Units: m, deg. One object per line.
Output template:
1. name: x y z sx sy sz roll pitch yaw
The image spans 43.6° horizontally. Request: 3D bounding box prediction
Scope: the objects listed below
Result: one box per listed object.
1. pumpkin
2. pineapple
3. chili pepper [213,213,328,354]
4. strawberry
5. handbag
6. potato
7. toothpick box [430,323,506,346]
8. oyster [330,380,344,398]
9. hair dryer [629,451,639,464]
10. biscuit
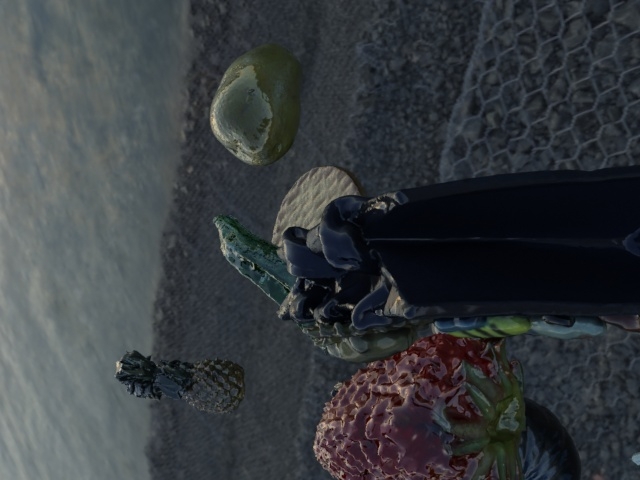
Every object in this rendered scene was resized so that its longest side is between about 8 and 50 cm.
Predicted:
1. pumpkin: 0.412 0.529 1.835 0.266 0.363 0.364 -144 37 -78
2. pineapple: -0.176 0.174 1.001 0.074 0.159 0.074 -168 90 -73
3. chili pepper: -0.046 0.034 0.954 0.226 0.059 0.088 38 87 22
4. strawberry: 0.155 0.279 1.284 0.343 0.292 0.292 -2 106 40
5. handbag: 0.135 0.025 0.624 0.303 0.329 0.122 156 111 -71
6. potato: -0.094 -0.227 1.308 0.157 0.194 0.157 26 166 7
7. toothpick box: 0.306 0.090 1.706 0.192 0.192 0.295 -43 52 46
8. oyster: 0.062 0.295 1.483 0.086 0.029 0.132 45 155 5
9. hair dryer: 0.689 0.435 1.624 0.137 0.082 0.047 -33 92 42
10. biscuit: 0.000 0.000 1.654 0.317 0.040 0.318 -13 73 49
